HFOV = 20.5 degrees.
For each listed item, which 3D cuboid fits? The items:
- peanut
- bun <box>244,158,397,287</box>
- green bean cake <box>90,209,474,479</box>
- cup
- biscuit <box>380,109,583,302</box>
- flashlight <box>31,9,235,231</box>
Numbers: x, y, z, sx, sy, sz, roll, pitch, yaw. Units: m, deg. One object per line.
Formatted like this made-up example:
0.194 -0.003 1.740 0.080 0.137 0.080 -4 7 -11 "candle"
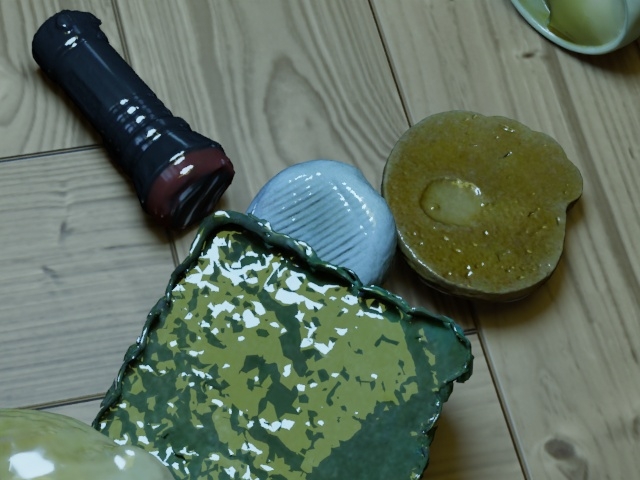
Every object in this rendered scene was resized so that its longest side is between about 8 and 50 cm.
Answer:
-0.273 0.217 1.316 0.340 0.158 0.174 -25 62 6 "peanut"
0.000 0.000 1.552 0.141 0.083 0.140 -1 86 14 "bun"
-0.029 0.128 1.426 0.255 0.132 0.241 25 77 6 "green bean cake"
0.271 -0.303 1.756 0.202 0.255 0.173 -43 115 -25 "cup"
0.140 -0.028 1.605 0.181 0.049 0.208 19 54 -1 "biscuit"
-0.177 -0.113 1.604 0.093 0.093 0.232 -33 64 -24 "flashlight"
